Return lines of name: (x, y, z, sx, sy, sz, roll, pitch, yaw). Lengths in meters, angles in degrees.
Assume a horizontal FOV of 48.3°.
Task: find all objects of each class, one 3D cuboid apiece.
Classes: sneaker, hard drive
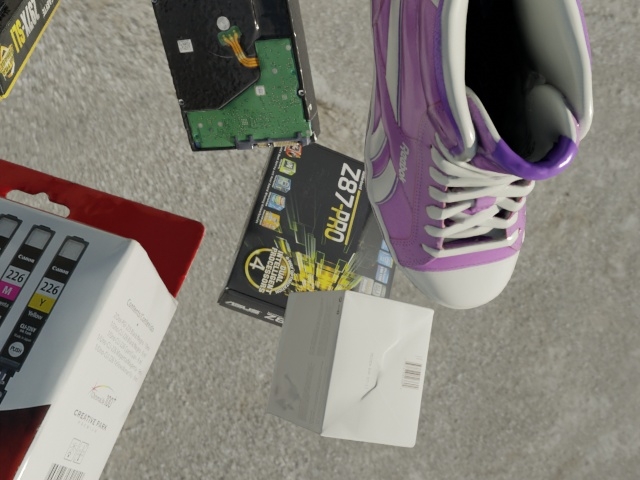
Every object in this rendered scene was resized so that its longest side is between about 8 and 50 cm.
sneaker: (0.080, -0.039, 0.387, 0.102, 0.161, 0.282, -14, 126, 1)
hard drive: (-0.140, -0.317, 1.186, 0.237, 0.064, 0.338, -1, 120, 17)

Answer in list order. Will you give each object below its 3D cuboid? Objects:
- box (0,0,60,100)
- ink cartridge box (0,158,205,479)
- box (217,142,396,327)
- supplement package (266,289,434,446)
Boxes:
box: (-0.562, -0.321, 1.067, 0.257, 0.321, 0.079, -3, 132, 0)
ink cartridge box: (-0.279, 0.036, 0.513, 0.310, 0.130, 0.271, 17, 68, 10)
box: (0.000, 0.000, 1.463, 0.319, 0.097, 0.394, 22, 60, -11)
supplement package: (0.039, 0.181, 1.042, 0.149, 0.203, 0.194, 15, 80, -22)
